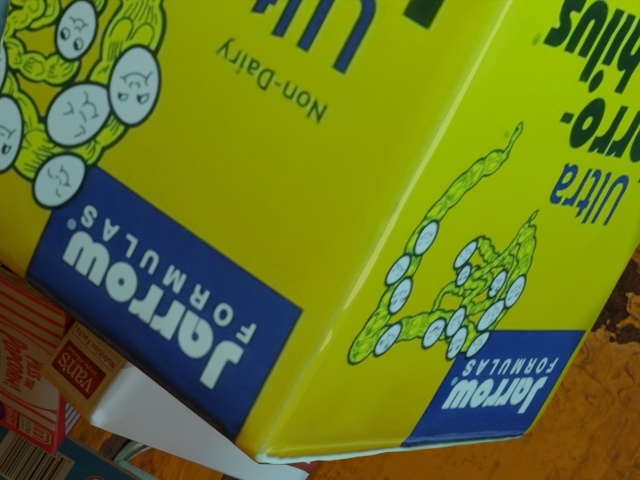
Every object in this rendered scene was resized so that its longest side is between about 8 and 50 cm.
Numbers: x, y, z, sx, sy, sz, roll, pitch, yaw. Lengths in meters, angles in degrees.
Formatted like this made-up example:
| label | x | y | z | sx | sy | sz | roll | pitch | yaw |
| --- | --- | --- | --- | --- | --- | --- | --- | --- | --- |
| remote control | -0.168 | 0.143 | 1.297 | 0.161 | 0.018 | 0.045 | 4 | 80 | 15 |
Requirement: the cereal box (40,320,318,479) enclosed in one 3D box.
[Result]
| label | x | y | z | sx | sy | sz | roll | pitch | yaw |
| --- | --- | --- | --- | --- | --- | --- | --- | --- | --- |
| cereal box | 0.000 | 0.000 | 0.826 | 0.240 | 0.047 | 0.173 | -55 | 143 | 4 |

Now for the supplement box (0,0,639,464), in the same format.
| label | x | y | z | sx | sy | sz | roll | pitch | yaw |
| --- | --- | --- | --- | --- | --- | --- | --- | --- | --- |
| supplement box | 0.040 | -0.128 | 0.589 | 0.195 | 0.194 | 0.356 | 5 | 115 | -58 |

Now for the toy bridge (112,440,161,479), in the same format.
| label | x | y | z | sx | sy | sz | roll | pitch | yaw |
| --- | --- | --- | --- | --- | --- | --- | --- | --- | --- |
| toy bridge | -0.129 | 0.185 | 1.295 | 0.188 | 0.063 | 0.026 | -56 | 171 | -40 |

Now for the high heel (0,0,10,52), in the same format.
| label | x | y | z | sx | sy | sz | roll | pitch | yaw |
| --- | --- | --- | --- | --- | --- | --- | --- | --- | --- |
| high heel | -0.129 | -0.039 | 0.476 | 0.186 | 0.093 | 0.261 | -77 | -170 | -74 |

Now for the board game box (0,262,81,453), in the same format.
| label | x | y | z | sx | sy | sz | roll | pitch | yaw |
| --- | --- | --- | --- | --- | --- | --- | --- | --- | --- |
| board game box | -0.096 | -0.007 | 0.879 | 0.193 | 0.045 | 0.146 | -56 | 171 | -32 |

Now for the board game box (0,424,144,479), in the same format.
| label | x | y | z | sx | sy | sz | roll | pitch | yaw |
| --- | --- | --- | --- | --- | --- | --- | --- | --- | --- |
| board game box | -0.052 | 0.227 | 1.034 | 0.086 | 0.308 | 0.302 | -58 | 171 | -12 |
